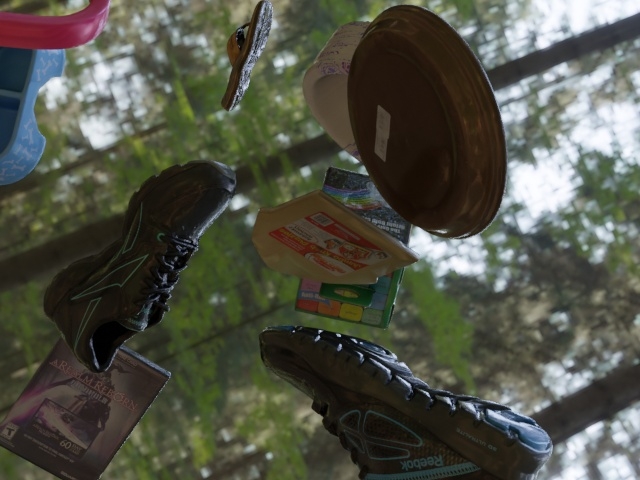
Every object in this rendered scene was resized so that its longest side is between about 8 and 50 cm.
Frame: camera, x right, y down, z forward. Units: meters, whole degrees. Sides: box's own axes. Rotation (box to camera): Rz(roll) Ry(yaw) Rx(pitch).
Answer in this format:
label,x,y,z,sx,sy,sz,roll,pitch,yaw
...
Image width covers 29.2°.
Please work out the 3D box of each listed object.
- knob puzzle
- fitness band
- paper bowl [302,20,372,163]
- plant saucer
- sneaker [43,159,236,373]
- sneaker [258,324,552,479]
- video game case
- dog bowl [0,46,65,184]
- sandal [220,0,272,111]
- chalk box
label,x,y,z,sx,sy,sz,roll,pitch,yaw
knob puzzle,0.000,0.000,1.530,0.213,0.213,0.030,100,2,-61
fitness band,-0.436,-0.341,1.688,0.209,0.291,0.054,-108,-153,-47
paper bowl,0.127,-0.207,1.766,0.284,0.148,0.284,30,-18,11
plant saucer,0.110,-0.127,1.393,0.278,0.041,0.278,43,-35,42
sneaker,-0.172,0.028,1.259,0.101,0.267,0.106,19,34,-48
sneaker,0.057,0.187,1.233,0.341,0.125,0.139,26,-80,35
video game case,-0.414,0.287,2.118,0.196,0.274,0.026,32,16,-13
dog bowl,-0.538,-0.245,2.072,0.074,0.166,0.297,24,78,-72
sandal,-0.123,-0.287,1.881,0.049,0.180,0.072,24,11,10
chalk box,0.061,0.033,2.211,0.289,0.180,0.179,-74,177,-50
